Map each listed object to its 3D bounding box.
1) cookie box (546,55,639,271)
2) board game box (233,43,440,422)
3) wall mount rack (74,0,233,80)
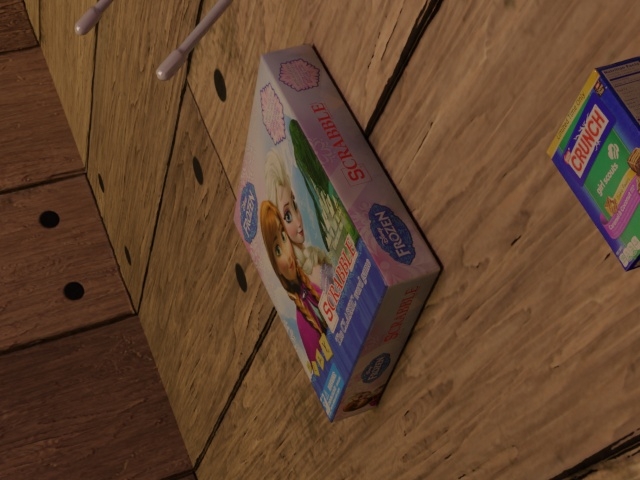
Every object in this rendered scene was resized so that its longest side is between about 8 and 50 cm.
[{"bbox_3d":[0.205,-0.050,0.688,0.091,0.040,0.107,106,143,-55],"label":"cookie box"},{"bbox_3d":[0.000,0.000,1.196,0.318,0.066,0.318,62,156,28],"label":"board game box"},{"bbox_3d":[-0.158,-0.352,1.150,0.350,0.131,0.304,33,121,46],"label":"wall mount rack"}]
